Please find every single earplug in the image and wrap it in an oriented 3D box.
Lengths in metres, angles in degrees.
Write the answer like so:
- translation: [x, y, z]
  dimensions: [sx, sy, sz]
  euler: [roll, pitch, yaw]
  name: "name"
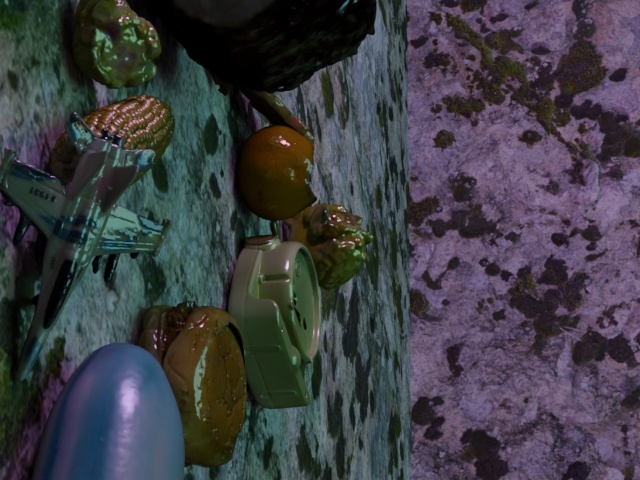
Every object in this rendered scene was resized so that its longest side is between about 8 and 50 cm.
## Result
- translation: [-0.209, 0.235, 1.115]
  dimensions: [0.185, 0.185, 0.324]
  euler: [70, 13, -47]
  name: "earplug"

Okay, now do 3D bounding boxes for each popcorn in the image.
- translation: [0.004, 0.004, 2.082]
  dimensions: [0.142, 0.174, 0.173]
  euler: [20, 65, -57]
  name: "popcorn"
- translation: [-0.240, -0.225, 1.311]
  dimensions: [0.097, 0.089, 0.109]
  euler: [-45, 129, -25]
  name: "popcorn"

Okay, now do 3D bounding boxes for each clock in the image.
- translation: [-0.065, 0.099, 1.870]
  dimensions: [0.308, 0.096, 0.235]
  euler: [-83, 161, -46]
  name: "clock"

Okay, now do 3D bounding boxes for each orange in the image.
- translation: [-0.066, -0.109, 1.877]
  dimensions: [0.156, 0.134, 0.156]
  euler: [7, 90, -66]
  name: "orange"

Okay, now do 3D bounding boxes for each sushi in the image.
- translation: [-0.091, -0.361, 1.513]
  dimensions: [0.294, 0.300, 0.281]
  euler: [41, 32, -75]
  name: "sushi"

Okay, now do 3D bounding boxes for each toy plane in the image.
- translation: [-0.254, 0.010, 1.142]
  dimensions: [0.192, 0.088, 0.261]
  euler: [27, 86, -31]
  name: "toy plane"

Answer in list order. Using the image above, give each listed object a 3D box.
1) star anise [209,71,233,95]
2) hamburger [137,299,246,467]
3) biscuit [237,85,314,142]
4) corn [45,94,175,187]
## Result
- translation: [-0.115, -0.398, 1.781]
  dimensions: [0.237, 0.148, 0.346]
  euler: [142, -59, -79]
  name: "star anise"
- translation: [-0.162, 0.179, 1.436]
  dimensions: [0.214, 0.108, 0.213]
  euler: [0, 90, -75]
  name: "hamburger"
- translation: [-0.078, -0.220, 1.922]
  dimensions: [0.027, 0.133, 0.184]
  euler: [-52, 130, -4]
  name: "biscuit"
- translation: [-0.226, -0.113, 1.303]
  dimensions: [0.091, 0.091, 0.260]
  euler: [59, 17, -12]
  name: "corn"
